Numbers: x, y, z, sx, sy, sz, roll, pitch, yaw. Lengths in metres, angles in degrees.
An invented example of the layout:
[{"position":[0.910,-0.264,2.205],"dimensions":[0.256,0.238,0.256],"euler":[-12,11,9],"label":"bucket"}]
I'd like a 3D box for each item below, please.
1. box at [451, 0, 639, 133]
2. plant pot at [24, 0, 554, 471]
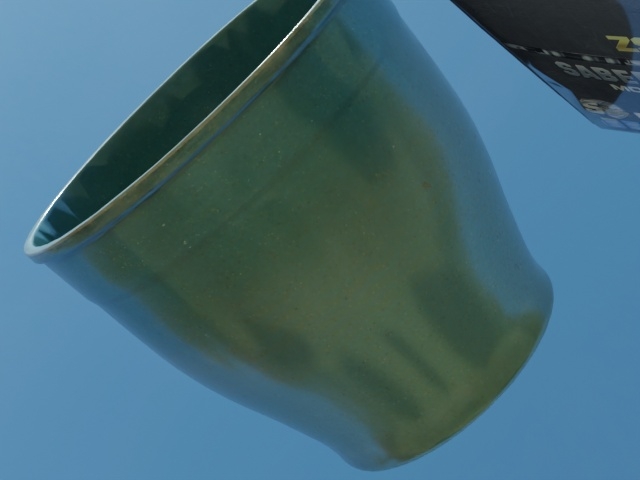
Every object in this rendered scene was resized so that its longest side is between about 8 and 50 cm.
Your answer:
[{"position":[0.180,-0.092,0.545],"dimensions":[0.232,0.183,0.059],"euler":[13,-101,41],"label":"box"},{"position":[0.000,0.000,0.831],"dimensions":[0.271,0.271,0.255],"euler":[-41,-74,7],"label":"plant pot"}]
